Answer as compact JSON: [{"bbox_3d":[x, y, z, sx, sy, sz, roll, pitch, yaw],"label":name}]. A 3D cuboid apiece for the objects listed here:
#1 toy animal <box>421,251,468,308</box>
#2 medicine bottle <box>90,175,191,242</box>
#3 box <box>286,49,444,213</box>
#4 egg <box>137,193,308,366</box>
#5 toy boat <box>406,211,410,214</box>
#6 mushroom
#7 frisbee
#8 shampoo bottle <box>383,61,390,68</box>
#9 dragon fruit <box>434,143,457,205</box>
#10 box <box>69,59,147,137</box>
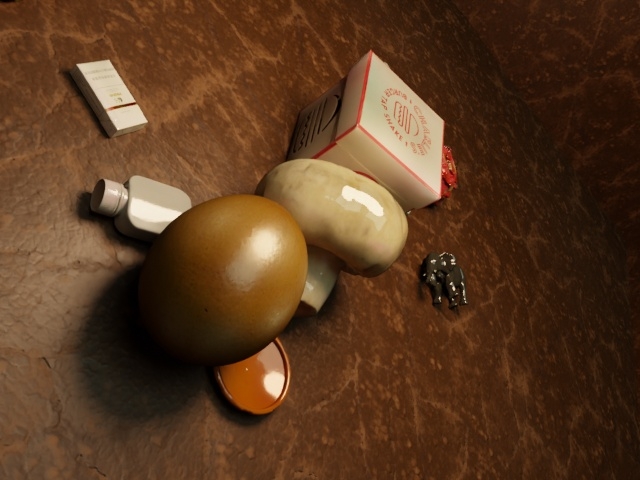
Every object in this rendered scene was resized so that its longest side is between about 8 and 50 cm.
[{"bbox_3d":[0.373,0.121,1.783,0.245,0.115,0.146,34,48,-60],"label":"toy animal"},{"bbox_3d":[-0.345,-0.062,1.134,0.183,0.069,0.119,19,55,-41],"label":"medicine bottle"},{"bbox_3d":[0.119,-0.243,1.562,0.312,0.300,0.314,36,46,-27],"label":"box"},{"bbox_3d":[-0.171,0.066,1.069,0.282,0.282,0.351,47,53,-17],"label":"egg"},{"bbox_3d":[0.238,-0.155,1.828,0.173,0.059,0.069,49,40,-14],"label":"toy boat"},{"bbox_3d":[0.020,-0.027,1.304,0.353,0.325,0.353,33,46,-41],"label":"mushroom"},{"bbox_3d":[-0.142,0.259,1.183,0.192,0.035,0.192,27,49,-35],"label":"frisbee"},{"bbox_3d":[0.171,-0.509,1.967,0.284,0.071,0.153,-38,103,-48],"label":"shampoo bottle"},{"bbox_3d":[0.350,-0.210,1.922,0.189,0.163,0.261,-45,114,-19],"label":"dragon fruit"},{"bbox_3d":[-0.434,-0.293,1.201,0.154,0.040,0.084,59,36,-3],"label":"box"}]
